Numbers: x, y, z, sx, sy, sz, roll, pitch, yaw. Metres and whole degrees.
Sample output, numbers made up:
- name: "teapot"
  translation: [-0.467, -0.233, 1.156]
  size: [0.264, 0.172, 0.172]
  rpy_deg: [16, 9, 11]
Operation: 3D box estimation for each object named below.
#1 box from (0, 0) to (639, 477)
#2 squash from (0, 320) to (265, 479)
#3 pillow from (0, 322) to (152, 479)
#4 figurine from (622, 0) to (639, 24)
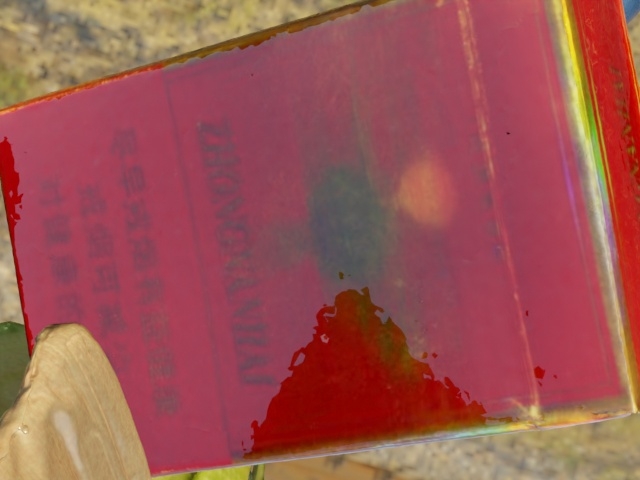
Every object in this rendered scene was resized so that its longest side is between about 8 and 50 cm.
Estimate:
- name: "box"
  translation: [0.000, 0.001, 0.704]
  size: [0.313, 0.197, 0.089]
  rpy_deg: [-12, 176, 31]
- name: "squash"
  translation: [-0.147, 0.116, 0.856]
  size: [0.220, 0.220, 0.133]
  rpy_deg: [9, 137, 30]
- name: "pillow"
  translation: [-0.116, 0.133, 0.555]
  size: [0.034, 0.211, 0.135]
  rpy_deg: [-1, 123, 22]
- name: "figurine"
  translation: [0.099, -0.107, 1.088]
  size: [0.243, 0.416, 0.298]
  rpy_deg: [15, 160, 9]
